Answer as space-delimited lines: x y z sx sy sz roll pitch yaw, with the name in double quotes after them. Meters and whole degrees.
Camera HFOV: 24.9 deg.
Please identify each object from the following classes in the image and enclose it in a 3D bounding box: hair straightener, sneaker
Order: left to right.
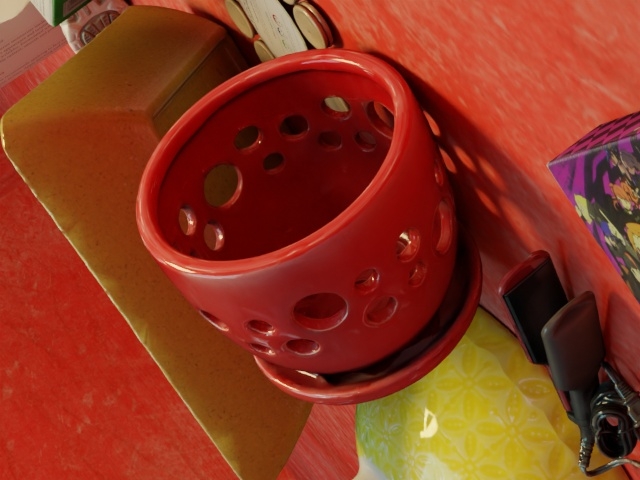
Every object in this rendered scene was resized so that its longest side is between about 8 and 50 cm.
-0.261 -0.277 1.423 0.115 0.090 0.232 52 168 25 "sneaker"
0.169 0.100 0.909 0.089 0.047 0.230 45 166 37 "hair straightener"

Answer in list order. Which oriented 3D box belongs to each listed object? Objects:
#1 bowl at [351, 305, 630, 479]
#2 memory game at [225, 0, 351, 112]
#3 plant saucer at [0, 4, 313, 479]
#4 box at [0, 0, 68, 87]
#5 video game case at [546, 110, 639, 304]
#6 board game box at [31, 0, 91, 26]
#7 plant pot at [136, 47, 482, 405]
0.111 0.194 1.142 0.289 0.156 0.289 50 168 14 "bowl"
-0.031 -0.157 1.039 0.186 0.012 0.186 50 168 15 "memory game"
-0.071 -0.023 1.135 0.333 0.081 0.332 56 -157 -15 "plant saucer"
-0.377 -0.283 1.616 0.182 0.181 0.119 50 167 18 "box"
0.203 0.031 0.591 0.210 0.042 0.232 56 168 -4 "video game case"
-0.262 -0.316 1.014 0.316 0.064 0.242 52 169 -3 "board game box"
0.000 0.000 0.938 0.191 0.191 0.174 42 166 46 "plant pot"
